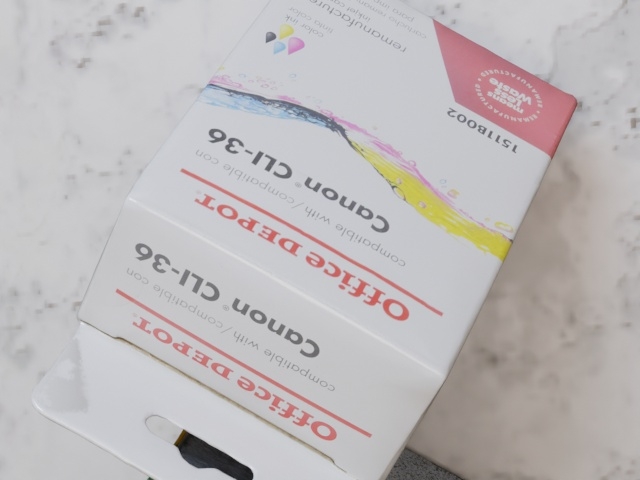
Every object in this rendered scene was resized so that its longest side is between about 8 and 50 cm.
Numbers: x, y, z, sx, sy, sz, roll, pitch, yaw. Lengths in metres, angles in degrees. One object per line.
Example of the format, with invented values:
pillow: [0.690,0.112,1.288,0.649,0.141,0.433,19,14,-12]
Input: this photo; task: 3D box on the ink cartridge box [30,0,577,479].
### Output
ink cartridge box: [0.000,0.000,0.608,0.115,0.198,0.067,28,134,1]

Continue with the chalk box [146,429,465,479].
chalk box: [-0.020,0.148,0.629,0.132,0.213,0.132,29,102,2]
